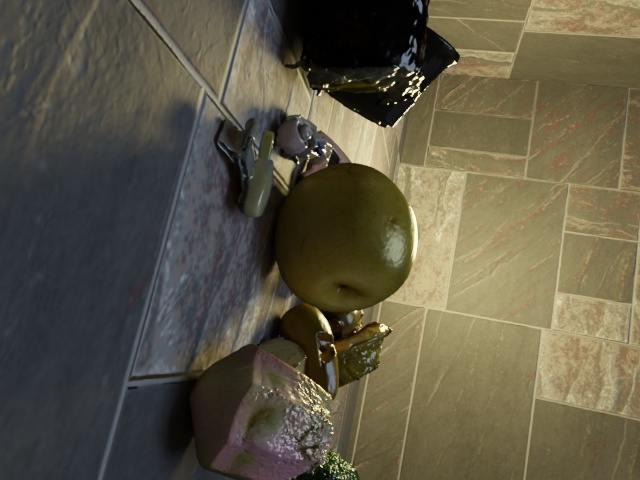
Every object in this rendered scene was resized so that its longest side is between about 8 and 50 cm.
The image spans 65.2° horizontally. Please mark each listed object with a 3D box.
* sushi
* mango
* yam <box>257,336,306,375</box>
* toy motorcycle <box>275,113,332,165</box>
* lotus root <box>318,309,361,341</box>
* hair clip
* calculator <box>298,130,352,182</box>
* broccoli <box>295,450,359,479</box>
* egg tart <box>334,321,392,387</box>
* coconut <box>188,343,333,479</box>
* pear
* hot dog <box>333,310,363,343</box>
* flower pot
[{"bbox_3d":[0.097,-0.468,1.089,0.299,0.282,0.293,-9,104,-69],"label":"sushi"},{"bbox_3d":[-0.023,0.292,1.294,0.167,0.130,0.261,138,-63,-67],"label":"mango"},{"bbox_3d":[-0.099,0.364,1.203,0.130,0.128,0.238,-10,117,-29],"label":"yam"},{"bbox_3d":[-0.037,-0.233,1.145,0.254,0.113,0.112,-6,105,-75],"label":"toy motorcycle"},{"bbox_3d":[0.061,0.257,1.741,0.278,0.154,0.153,-48,145,-65],"label":"lotus root"},{"bbox_3d":[-0.123,-0.131,0.905,0.218,0.071,0.158,87,15,-55],"label":"hair clip"},{"bbox_3d":[0.051,-0.136,1.405,0.329,0.048,0.219,45,49,-39],"label":"calculator"},{"bbox_3d":[0.021,0.932,1.850,0.297,0.298,0.297,132,-28,-74],"label":"broccoli"},{"bbox_3d":[0.069,0.364,1.511,0.132,0.342,0.341,62,8,12],"label":"egg tart"},{"bbox_3d":[-0.113,0.303,0.887,0.233,0.245,0.233,-45,-155,28],"label":"coconut"},{"bbox_3d":[0.060,-0.006,1.168,0.348,0.349,0.347,9,90,-77],"label":"pear"},{"bbox_3d":[0.113,0.326,1.948,0.123,0.093,0.261,-85,-161,-43],"label":"hot dog"},{"bbox_3d":[0.165,-0.478,1.417,0.251,0.380,0.379,-62,170,11],"label":"flower pot"}]
